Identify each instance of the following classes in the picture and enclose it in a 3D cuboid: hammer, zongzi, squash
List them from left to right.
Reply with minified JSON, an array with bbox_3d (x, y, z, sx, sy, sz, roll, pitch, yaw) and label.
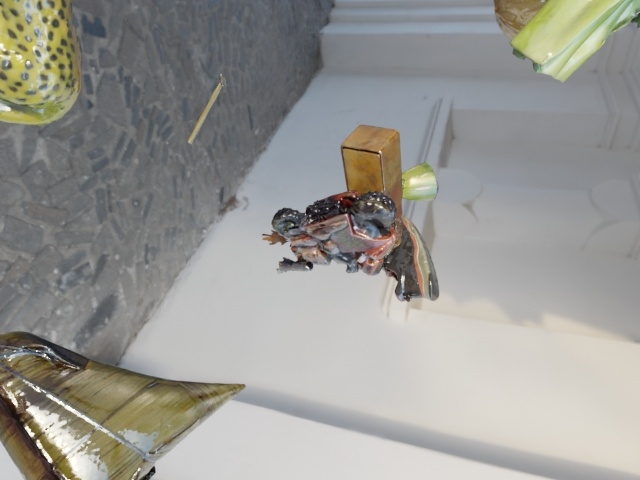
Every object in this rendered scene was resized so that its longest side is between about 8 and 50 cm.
[{"bbox_3d":[-0.296,0.208,0.681,0.300,0.286,0.138,-33,175,-25],"label":"zongzi"},{"bbox_3d":[-0.294,-0.330,1.204,0.199,0.013,0.062,-53,-142,25],"label":"hammer"},{"bbox_3d":[0.219,-0.138,1.200,0.105,0.132,0.105,166,-90,-77],"label":"squash"}]

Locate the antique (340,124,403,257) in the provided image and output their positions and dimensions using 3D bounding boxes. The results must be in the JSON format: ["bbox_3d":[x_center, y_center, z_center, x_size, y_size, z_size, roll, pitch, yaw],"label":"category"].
[{"bbox_3d":[0.121,-0.092,1.023,0.087,0.093,0.310,-50,144,-35],"label":"antique"}]

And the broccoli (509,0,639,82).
[{"bbox_3d":[0.341,-0.351,0.517,0.375,0.302,0.249,6,65,-46],"label":"broccoli"}]

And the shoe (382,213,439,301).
[{"bbox_3d":[0.234,0.054,1.303,0.114,0.137,0.291,47,27,-47],"label":"shoe"}]

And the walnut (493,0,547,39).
[{"bbox_3d":[0.415,-0.441,0.810,0.193,0.225,0.193,-21,90,-87],"label":"walnut"}]

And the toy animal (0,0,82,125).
[{"bbox_3d":[-0.170,-0.124,0.255,0.073,0.136,0.181,-93,-162,-58],"label":"toy animal"}]

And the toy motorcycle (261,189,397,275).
[{"bbox_3d":[0.000,0.000,1.004,0.207,0.400,0.134,54,43,-36],"label":"toy motorcycle"}]
